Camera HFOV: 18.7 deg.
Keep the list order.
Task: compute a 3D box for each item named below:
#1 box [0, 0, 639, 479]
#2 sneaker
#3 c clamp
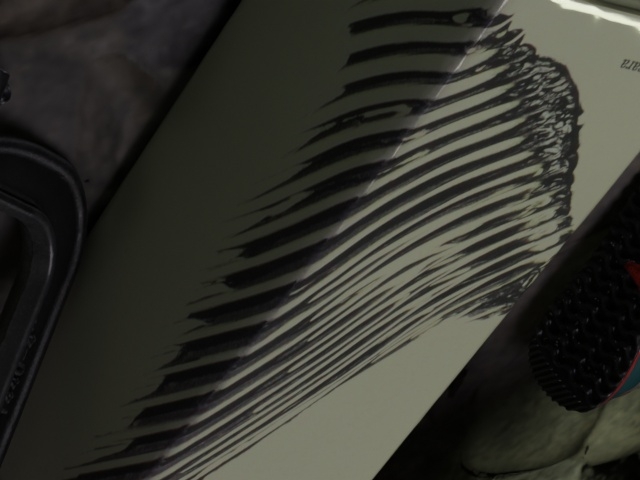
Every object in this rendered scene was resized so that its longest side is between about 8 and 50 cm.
[{"bbox_3d":[0.000,0.000,0.653,0.113,0.094,0.275,6,130,-42],"label":"box"},{"bbox_3d":[0.158,0.006,0.828,0.161,0.057,0.075,-52,157,23],"label":"sneaker"},{"bbox_3d":[-0.120,0.022,0.597,0.137,0.022,0.161,19,89,-68],"label":"c clamp"}]
